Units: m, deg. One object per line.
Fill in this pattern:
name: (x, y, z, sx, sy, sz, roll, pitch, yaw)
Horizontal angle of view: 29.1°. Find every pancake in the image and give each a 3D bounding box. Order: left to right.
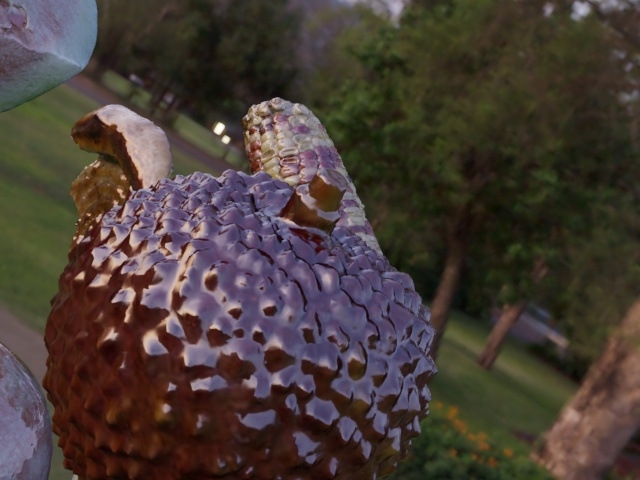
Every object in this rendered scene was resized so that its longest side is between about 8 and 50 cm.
pancake: (-0.239, -0.075, 1.443, 0.056, 0.212, 0.257, 16, -24, -37)

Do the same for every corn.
corn: (0.000, 0.000, 1.135, 0.098, 0.098, 0.289, 19, 47, -63)

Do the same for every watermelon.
watermelon: (-0.339, -0.208, 1.107, 0.310, 0.231, 0.193, -11, 59, -25)

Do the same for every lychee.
lychee: (-0.058, 0.081, 0.852, 0.276, 0.304, 0.275, 28, 19, -11)

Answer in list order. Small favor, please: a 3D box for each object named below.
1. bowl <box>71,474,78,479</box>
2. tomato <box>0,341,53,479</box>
bowl: (-0.204, 0.311, 1.685, 0.354, 0.354, 0.185, -120, -175, -75)
tomato: (-0.466, 0.238, 1.419, 0.317, 0.282, 0.316, 4, -30, 2)
